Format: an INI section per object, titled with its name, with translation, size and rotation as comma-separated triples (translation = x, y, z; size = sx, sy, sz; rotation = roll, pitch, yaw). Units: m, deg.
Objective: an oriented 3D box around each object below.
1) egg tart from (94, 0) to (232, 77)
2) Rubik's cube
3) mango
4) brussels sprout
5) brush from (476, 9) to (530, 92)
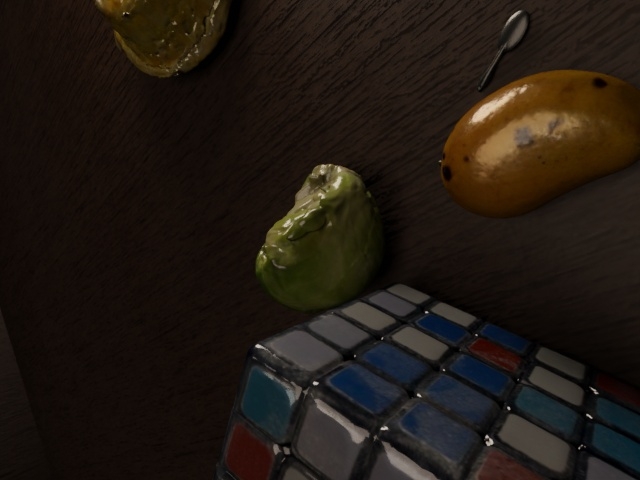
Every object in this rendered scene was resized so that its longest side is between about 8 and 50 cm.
[egg tart]
translation = -0.260, -0.427, 0.740
size = 0.341, 0.132, 0.342
rotation = 8, 103, 39
[Rubik's cube]
translation = 0.093, 0.239, 0.433
size = 0.292, 0.286, 0.292
rotation = 23, 107, 29
[mango]
translation = 0.194, -0.090, 0.439
size = 0.178, 0.090, 0.115
rotation = -29, 89, 38
[brussels sprout]
translation = 0.005, 0.005, 0.595
size = 0.183, 0.145, 0.131
rotation = -52, 27, -9
[brush]
translation = 0.181, -0.188, 0.482
size = 0.024, 0.008, 0.083
rotation = 42, 124, 25
